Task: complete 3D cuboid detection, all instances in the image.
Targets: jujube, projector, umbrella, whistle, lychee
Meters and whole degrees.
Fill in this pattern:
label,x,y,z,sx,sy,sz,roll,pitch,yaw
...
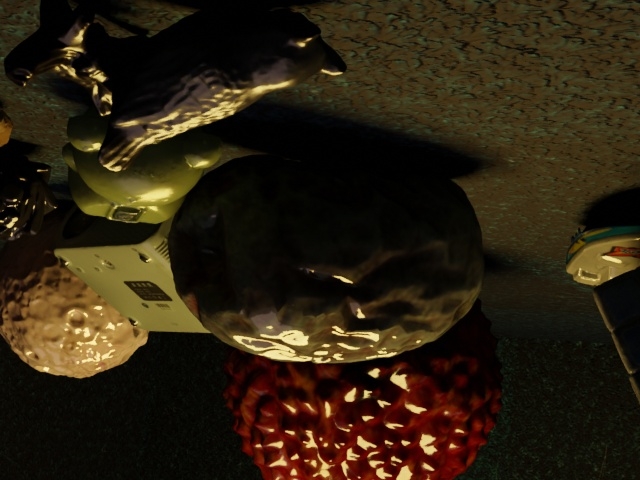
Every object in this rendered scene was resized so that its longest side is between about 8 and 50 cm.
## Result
label,x,y,z,sx,sy,sz,roll,pitch,yaw
jujube,0.011,0.018,1.251,0.317,0.225,0.226,0,177,-30
projector,-0.221,0.032,1.676,0.250,0.108,0.198,-1,141,47
umbrella,-0.392,-0.057,1.539,0.118,0.118,0.340,9,-179,-15
whistle,-0.173,-0.072,1.145,0.131,0.106,0.288,7,171,-13
lychee,0.077,0.215,1.894,0.425,0.424,0.500,1,168,35

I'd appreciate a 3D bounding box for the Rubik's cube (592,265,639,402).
label,x,y,z,sx,sy,sz,roll,pitch,yaw
Rubik's cube,0.435,0.111,1.224,0.237,0.236,0.238,-26,163,18

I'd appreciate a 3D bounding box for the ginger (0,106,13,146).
label,x,y,z,sx,sy,sz,roll,pitch,yaw
ginger,-0.332,-0.114,1.193,0.070,0.051,0.173,11,170,-5

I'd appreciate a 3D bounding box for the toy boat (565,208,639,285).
label,x,y,z,sx,sy,sz,roll,pitch,yaw
toy boat,0.345,0.010,1.352,0.129,0.088,0.295,6,173,5

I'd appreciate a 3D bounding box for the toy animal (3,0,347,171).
label,x,y,z,sx,sy,sz,roll,pitch,yaw
toy animal,-0.093,-0.104,0.825,0.210,0.117,0.121,5,166,29

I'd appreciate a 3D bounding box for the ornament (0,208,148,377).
label,x,y,z,sx,sy,sz,roll,pitch,yaw
ornament,-0.366,0.077,1.875,0.260,0.259,0.225,12,142,-30
